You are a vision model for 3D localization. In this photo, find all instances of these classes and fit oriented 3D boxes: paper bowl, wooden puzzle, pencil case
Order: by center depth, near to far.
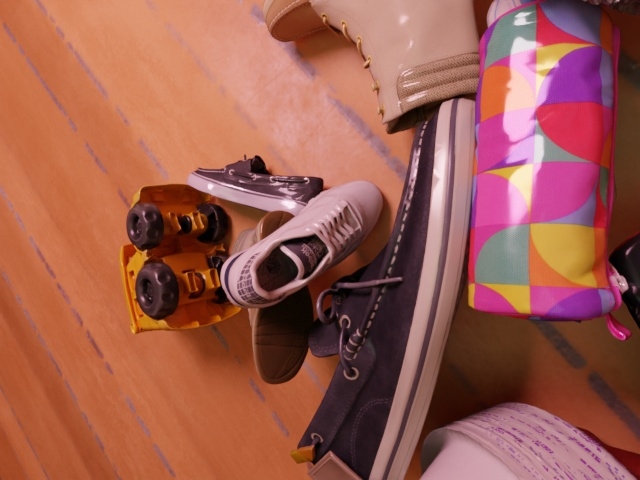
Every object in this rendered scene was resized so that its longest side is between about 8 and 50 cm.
[{"bbox_3d":[0.169,-0.051,0.310,0.105,0.104,0.236,-1,84,31],"label":"pencil case"},{"bbox_3d":[0.183,0.312,0.377,0.284,0.148,0.284,169,90,-73],"label":"paper bowl"},{"bbox_3d":[0.023,0.269,0.462,0.116,0.014,0.078,44,131,6],"label":"wooden puzzle"}]

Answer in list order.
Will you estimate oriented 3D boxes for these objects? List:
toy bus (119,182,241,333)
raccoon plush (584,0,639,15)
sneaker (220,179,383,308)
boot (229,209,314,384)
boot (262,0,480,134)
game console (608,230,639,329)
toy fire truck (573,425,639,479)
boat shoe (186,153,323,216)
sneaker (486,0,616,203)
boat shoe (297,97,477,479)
[{"bbox_3d":[-0.254,0.042,0.673,0.212,0.150,0.220,-20,82,39],"label":"toy bus"},{"bbox_3d":[0.277,-0.292,0.215,0.447,0.216,0.299,17,139,-7],"label":"raccoon plush"},{"bbox_3d":[0.000,0.000,0.474,0.090,0.235,0.095,54,154,-6],"label":"sneaker"},{"bbox_3d":[-0.079,0.077,0.571,0.165,0.077,0.213,-15,75,63],"label":"boot"},{"bbox_3d":[0.052,-0.221,0.472,0.262,0.095,0.203,-6,96,33],"label":"boot"},{"bbox_3d":[0.421,0.105,0.210,0.342,0.060,0.386,-25,73,11],"label":"game console"},{"bbox_3d":[0.338,0.345,0.387,0.254,0.170,0.301,-7,95,55],"label":"toy fire truck"},{"bbox_3d":[-0.096,-0.086,0.600,0.229,0.080,0.076,17,91,30],"label":"boat shoe"},{"bbox_3d":[0.230,-0.139,0.386,0.086,0.085,0.237,-22,86,54],"label":"sneaker"},{"bbox_3d":[0.070,0.094,0.472,0.156,0.187,0.499,19,113,21],"label":"boat shoe"}]
